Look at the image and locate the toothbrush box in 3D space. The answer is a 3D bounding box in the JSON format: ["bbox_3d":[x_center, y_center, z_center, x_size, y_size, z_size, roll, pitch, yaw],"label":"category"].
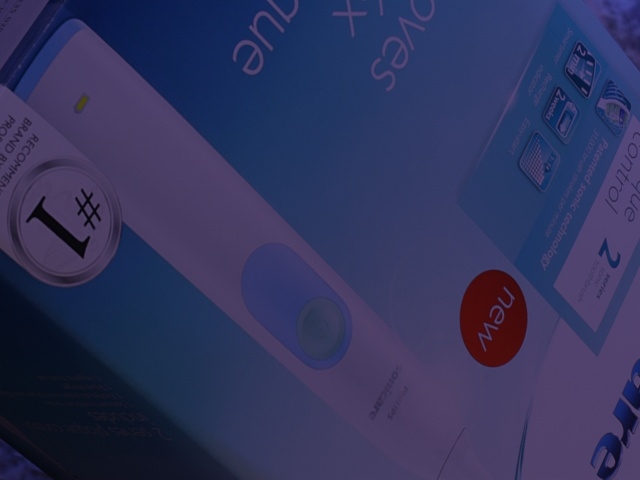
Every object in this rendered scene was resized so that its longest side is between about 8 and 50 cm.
[{"bbox_3d":[0.000,0.000,0.581,0.295,0.126,0.216,46,60,-30],"label":"toothbrush box"}]
